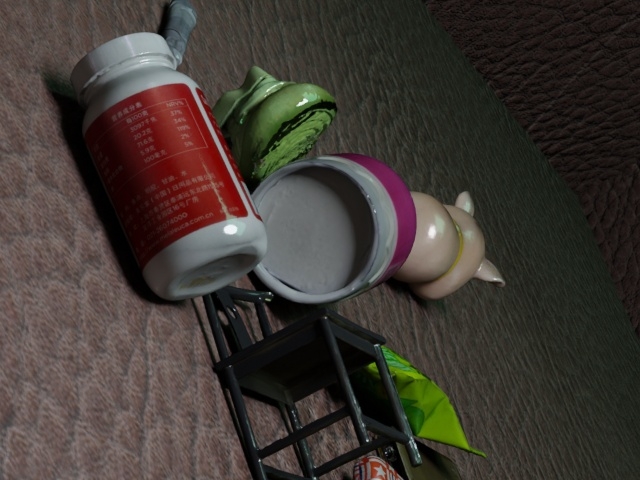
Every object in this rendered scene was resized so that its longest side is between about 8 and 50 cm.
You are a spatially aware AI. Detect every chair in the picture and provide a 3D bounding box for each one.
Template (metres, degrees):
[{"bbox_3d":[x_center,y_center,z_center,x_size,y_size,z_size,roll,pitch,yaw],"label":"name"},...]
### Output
[{"bbox_3d":[-0.018,0.127,1.636,0.154,0.141,0.260,32,35,-59],"label":"chair"}]

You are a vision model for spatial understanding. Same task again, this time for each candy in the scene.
[{"bbox_3d":[0.093,0.178,1.930,0.149,0.069,0.246,29,-17,50],"label":"candy"}]

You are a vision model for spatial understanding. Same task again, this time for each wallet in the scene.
[{"bbox_3d":[0.133,0.298,1.960,0.198,0.031,0.110,36,27,-55],"label":"wallet"}]

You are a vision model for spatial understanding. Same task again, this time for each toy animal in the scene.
[{"bbox_3d":[0.151,0.000,2.353,0.248,0.149,0.165,8,67,-55],"label":"toy animal"}]

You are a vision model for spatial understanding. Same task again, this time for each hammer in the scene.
[{"bbox_3d":[-0.185,-0.215,1.899,0.152,0.044,0.427,53,17,-23],"label":"hammer"}]

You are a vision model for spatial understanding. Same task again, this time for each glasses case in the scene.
[{"bbox_3d":[0.094,0.316,1.779,0.194,0.049,0.073,49,21,-32],"label":"glasses case"}]

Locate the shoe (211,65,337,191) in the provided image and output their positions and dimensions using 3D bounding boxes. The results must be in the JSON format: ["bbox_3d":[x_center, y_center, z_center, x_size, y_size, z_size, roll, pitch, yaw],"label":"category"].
[{"bbox_3d":[-0.072,-0.126,1.884,0.128,0.140,0.262,37,-10,4],"label":"shoe"}]

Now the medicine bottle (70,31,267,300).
[{"bbox_3d":[-0.154,-0.073,1.586,0.250,0.131,0.131,64,17,17],"label":"medicine bottle"}]

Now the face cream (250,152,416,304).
[{"bbox_3d":[0.012,-0.015,1.890,0.175,0.175,0.195,60,16,3],"label":"face cream"}]
